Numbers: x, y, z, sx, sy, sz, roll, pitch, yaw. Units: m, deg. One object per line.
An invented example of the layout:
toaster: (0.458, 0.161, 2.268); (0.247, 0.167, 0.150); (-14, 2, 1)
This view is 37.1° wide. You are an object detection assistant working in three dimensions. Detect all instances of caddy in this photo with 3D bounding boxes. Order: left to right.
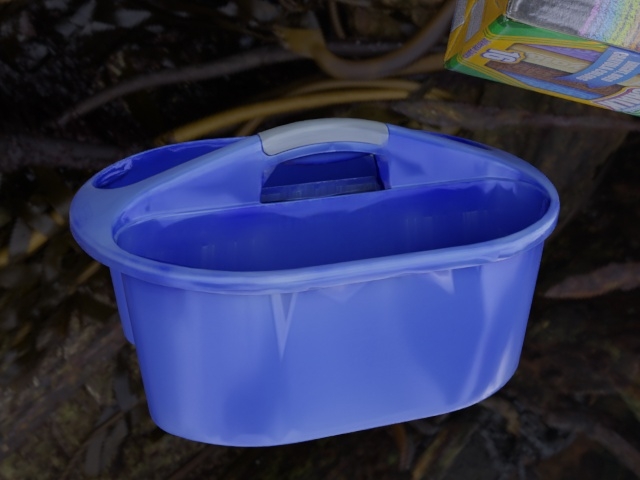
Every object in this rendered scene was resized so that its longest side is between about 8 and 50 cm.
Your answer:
caddy: (0.000, 0.000, 0.676); (0.341, 0.241, 0.179); (-8, 116, -19)

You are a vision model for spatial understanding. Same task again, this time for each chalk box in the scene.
chalk box: (0.208, -0.161, 0.616); (0.213, 0.132, 0.132); (13, 86, -9)
